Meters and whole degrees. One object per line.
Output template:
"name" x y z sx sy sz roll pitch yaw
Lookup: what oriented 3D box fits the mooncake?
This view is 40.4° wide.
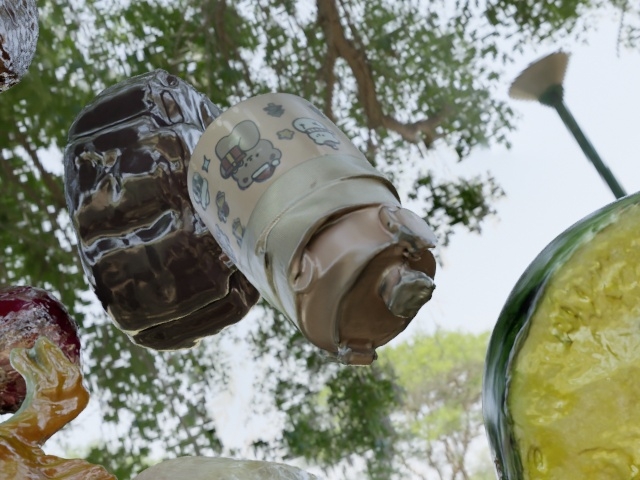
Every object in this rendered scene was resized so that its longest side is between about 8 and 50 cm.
"mooncake" -0.212 -0.055 1.246 0.212 0.381 0.351 -20 -44 13

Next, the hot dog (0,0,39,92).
"hot dog" -0.462 -0.262 0.978 0.267 0.387 0.174 9 -68 -12

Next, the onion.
"onion" -0.369 0.122 1.084 0.195 0.140 0.218 -2 11 23

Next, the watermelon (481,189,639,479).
"watermelon" 0.182 0.067 0.431 0.232 0.204 0.127 -31 7 -5

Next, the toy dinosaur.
"toy dinosaur" -0.133 0.130 0.365 0.142 0.212 0.057 -16 -45 -36

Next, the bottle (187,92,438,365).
"bottle" -0.001 -0.001 0.438 0.099 0.152 0.099 -20 -45 -22

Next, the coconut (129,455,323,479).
"coconut" -0.110 0.367 0.882 0.328 0.329 0.329 -19 -22 -8
